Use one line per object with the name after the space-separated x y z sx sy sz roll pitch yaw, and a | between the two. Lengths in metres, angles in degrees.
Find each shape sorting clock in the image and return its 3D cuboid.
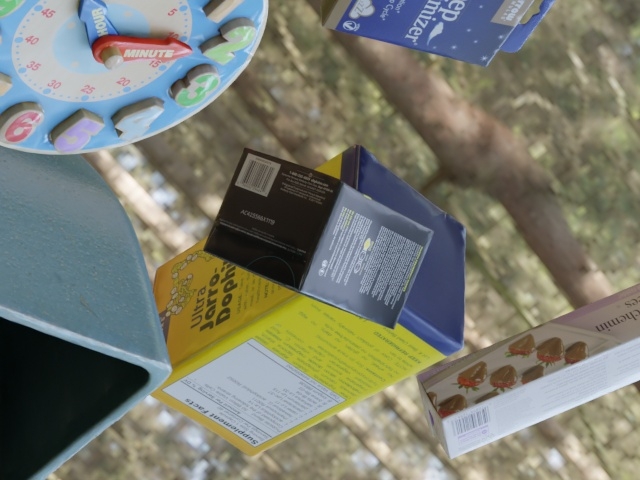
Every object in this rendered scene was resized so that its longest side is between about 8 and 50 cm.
-0.129 -0.119 0.995 0.206 0.206 0.040 -34 -126 12 | shape sorting clock

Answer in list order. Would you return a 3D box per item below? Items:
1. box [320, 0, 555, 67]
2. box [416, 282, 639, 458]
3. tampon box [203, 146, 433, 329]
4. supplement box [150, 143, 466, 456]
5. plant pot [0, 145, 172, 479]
0.129 -0.243 1.678 0.136 0.225 0.036 124 -31 -48 | box
0.250 0.108 1.586 0.324 0.067 0.063 -22 -135 -7 | box
0.000 0.000 1.493 0.120 0.161 0.101 20 -93 36 | tampon box
-0.023 0.078 2.001 0.356 0.194 0.195 -30 -142 33 | supplement box
-0.292 0.025 1.297 0.248 0.247 0.252 -40 -137 32 | plant pot
